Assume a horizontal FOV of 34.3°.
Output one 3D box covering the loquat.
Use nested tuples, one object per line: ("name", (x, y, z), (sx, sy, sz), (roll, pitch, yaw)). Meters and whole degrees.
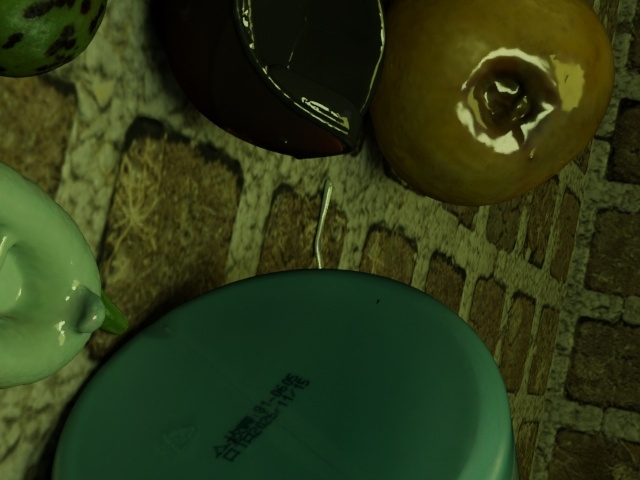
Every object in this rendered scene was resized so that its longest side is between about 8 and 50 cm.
("loquat", (0.178, -0.180, 1.143), (0.275, 0.275, 0.275), (-34, 129, -57))

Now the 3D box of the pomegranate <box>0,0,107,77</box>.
("pomegranate", (-0.187, -0.130, 0.552), (0.161, 0.122, 0.122), (-45, 148, -4))

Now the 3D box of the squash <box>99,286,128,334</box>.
("squash", (-0.162, 0.047, 0.753), (0.089, 0.027, 0.027), (69, 39, -54))

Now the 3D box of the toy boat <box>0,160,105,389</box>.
("toy boat", (-0.198, 0.021, 0.611), (0.207, 0.079, 0.134), (47, 54, -58))

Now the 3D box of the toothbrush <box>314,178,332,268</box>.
("toothbrush", (0.000, 0.000, 1.097), (0.011, 0.013, 0.131), (15, 85, -75))

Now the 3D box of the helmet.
("helmet", (-0.021, -0.162, 0.777), (0.189, 0.193, 0.216), (-68, 153, -11))

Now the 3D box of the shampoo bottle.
("shampoo bottle", (-0.003, 0.246, 0.809), (0.331, 0.331, 0.342), (-57, 144, -41))
